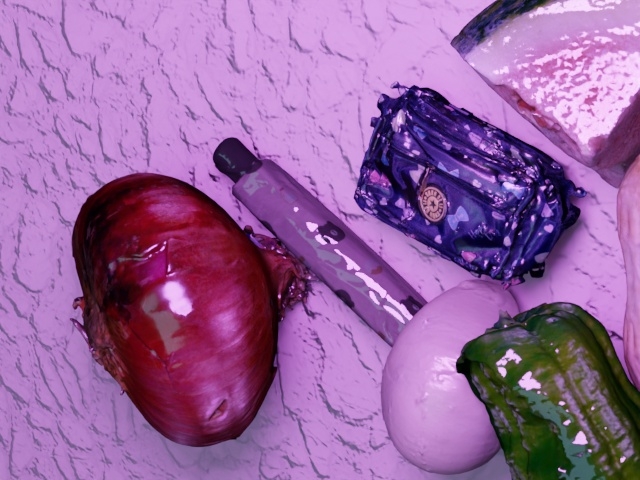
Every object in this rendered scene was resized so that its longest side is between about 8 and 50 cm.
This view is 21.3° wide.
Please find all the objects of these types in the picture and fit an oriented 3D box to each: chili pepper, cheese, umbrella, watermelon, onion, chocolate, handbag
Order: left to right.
[{"bbox_3d":[-0.146,0.066,2.028,0.347,0.286,0.347,161,90,-74],"label":"onion"},{"bbox_3d":[0.000,0.000,2.003,0.337,0.073,0.067,43,100,12],"label":"umbrella"},{"bbox_3d":[0.145,0.160,1.884,0.154,0.189,0.198,14,122,-6],"label":"cheese"},{"bbox_3d":[0.152,-0.063,1.863,0.260,0.113,0.162,33,114,28],"label":"handbag"},{"bbox_3d":[0.272,-0.179,1.741,0.310,0.193,0.231,-1,84,22],"label":"watermelon"},{"bbox_3d":[0.283,0.235,1.724,0.384,0.168,0.213,64,167,4],"label":"chili pepper"},{"bbox_3d":[0.368,0.049,1.753,0.134,0.134,0.309,-1,105,33],"label":"chocolate"}]
